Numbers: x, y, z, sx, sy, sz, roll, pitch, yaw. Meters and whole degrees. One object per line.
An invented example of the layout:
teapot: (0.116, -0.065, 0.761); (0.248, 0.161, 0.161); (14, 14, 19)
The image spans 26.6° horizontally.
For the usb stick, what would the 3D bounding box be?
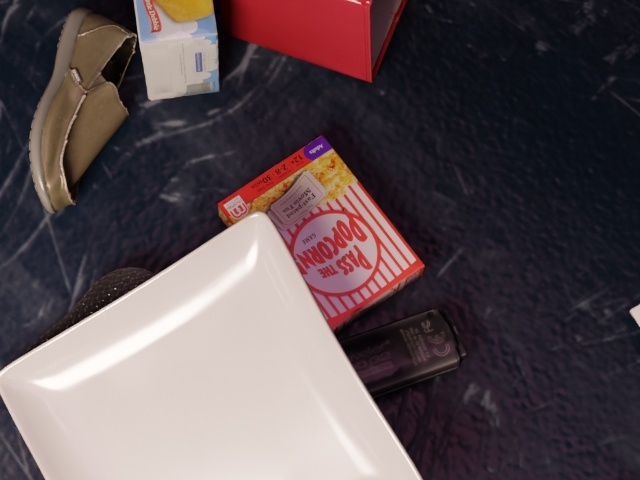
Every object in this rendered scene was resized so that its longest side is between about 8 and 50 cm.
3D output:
usb stick: (0.020, 0.147, 1.466); (0.278, 0.045, 0.077); (-19, 68, -8)

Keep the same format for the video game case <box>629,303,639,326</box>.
video game case: (0.476, 0.102, 1.427); (0.232, 0.042, 0.210); (-40, 71, 31)

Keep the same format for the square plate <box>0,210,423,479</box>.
square plate: (-0.116, 0.201, 1.400); (0.344, 0.049, 0.347); (-32, 77, 5)

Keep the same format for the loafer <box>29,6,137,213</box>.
loafer: (-0.264, -0.149, 1.527); (0.087, 0.094, 0.251); (8, 71, 5)

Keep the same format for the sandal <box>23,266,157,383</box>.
sandal: (-0.245, 0.092, 1.481); (0.179, 0.040, 0.067); (-37, 71, 1)

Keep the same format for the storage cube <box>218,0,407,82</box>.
storage cube: (0.001, -0.324, 1.540); (0.193, 0.215, 0.183); (19, 72, 10)

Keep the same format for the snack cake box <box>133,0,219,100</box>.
snack cake box: (-0.176, -0.313, 1.557); (0.089, 0.152, 0.264); (-8, 73, -5)

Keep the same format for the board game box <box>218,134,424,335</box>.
board game box: (0.000, 0.000, 1.514); (0.147, 0.045, 0.193); (-35, 76, -13)
